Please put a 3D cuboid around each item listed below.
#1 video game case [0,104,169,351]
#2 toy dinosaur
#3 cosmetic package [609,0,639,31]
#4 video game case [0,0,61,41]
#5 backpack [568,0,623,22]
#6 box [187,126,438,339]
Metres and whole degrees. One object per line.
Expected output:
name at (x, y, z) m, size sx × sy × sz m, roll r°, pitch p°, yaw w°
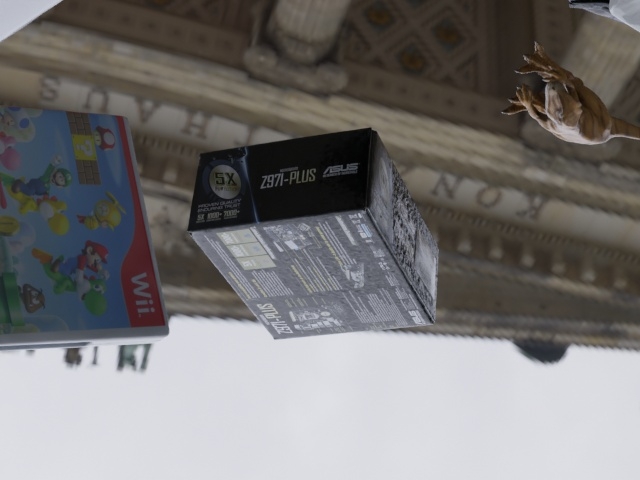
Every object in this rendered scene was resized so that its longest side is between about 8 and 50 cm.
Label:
video game case at (-0.257, -0.012, 1.075) m, size 0.285 × 0.025 × 0.204 m, roll 1°, pitch -109°, yaw -44°
toy dinosaur at (0.201, -0.092, 1.028) m, size 0.112 × 0.064 × 0.211 m, roll 42°, pitch -157°, yaw 28°
cosmetic package at (0.435, -0.290, 1.471) m, size 0.184 × 0.151 × 0.151 m, roll 30°, pitch -137°, yaw -10°
video game case at (-0.072, -0.184, 0.434) m, size 0.036 × 0.329 × 0.300 m, roll 32°, pitch -118°, yaw -29°
backpack at (0.385, -0.338, 1.713) m, size 0.120 × 0.098 × 0.101 m, roll 19°, pitch -122°, yaw -24°
box at (0.000, 0.000, 1.083) m, size 0.147 × 0.180 × 0.077 m, roll -8°, pitch -124°, yaw 20°
